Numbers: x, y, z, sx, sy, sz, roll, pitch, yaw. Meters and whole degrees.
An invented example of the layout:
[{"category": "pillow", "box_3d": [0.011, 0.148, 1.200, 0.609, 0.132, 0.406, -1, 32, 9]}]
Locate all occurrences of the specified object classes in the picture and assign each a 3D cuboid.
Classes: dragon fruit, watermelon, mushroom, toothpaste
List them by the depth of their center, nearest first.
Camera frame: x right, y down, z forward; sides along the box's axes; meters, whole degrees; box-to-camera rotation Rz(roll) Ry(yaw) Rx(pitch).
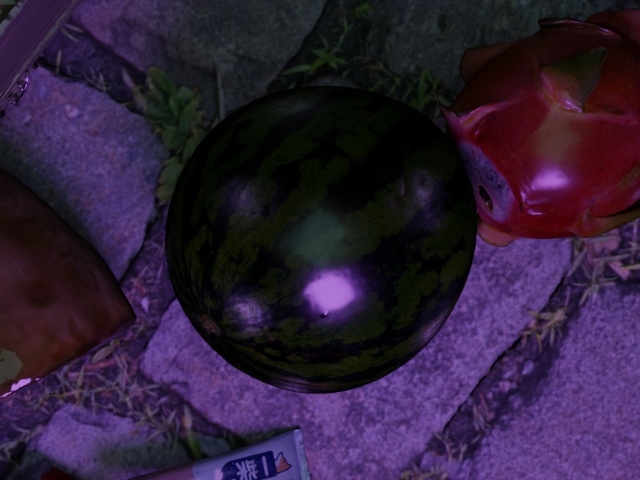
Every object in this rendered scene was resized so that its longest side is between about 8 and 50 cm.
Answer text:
[{"category": "watermelon", "box_3d": [0.000, 0.000, 1.630, 0.285, 0.285, 0.285, 0, 93, 1]}, {"category": "dragon fruit", "box_3d": [0.229, -0.106, 1.655, 0.227, 0.224, 0.224, -23, 92, -19]}, {"category": "mushroom", "box_3d": [-0.403, -0.004, 1.665, 0.314, 0.224, 0.397, -30, 91, 5]}, {"category": "toothpaste", "box_3d": [-0.110, 0.234, 1.745, 0.205, 0.036, 0.056, -11, 94, -16]}]

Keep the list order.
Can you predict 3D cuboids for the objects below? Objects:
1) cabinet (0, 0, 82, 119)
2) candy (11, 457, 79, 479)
[{"category": "cabinet", "box_3d": [-0.346, -0.303, 1.651, 0.290, 0.227, 0.318, 37, 91, 0]}, {"category": "candy", "box_3d": [-0.227, 0.292, 1.757, 0.292, 0.059, 0.086, 27, 96, 0]}]
